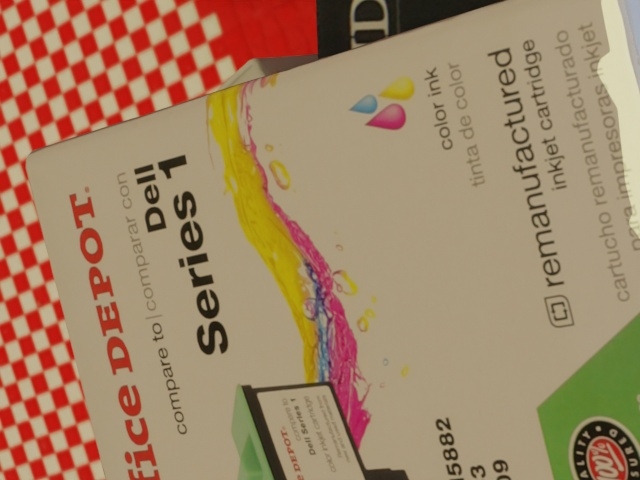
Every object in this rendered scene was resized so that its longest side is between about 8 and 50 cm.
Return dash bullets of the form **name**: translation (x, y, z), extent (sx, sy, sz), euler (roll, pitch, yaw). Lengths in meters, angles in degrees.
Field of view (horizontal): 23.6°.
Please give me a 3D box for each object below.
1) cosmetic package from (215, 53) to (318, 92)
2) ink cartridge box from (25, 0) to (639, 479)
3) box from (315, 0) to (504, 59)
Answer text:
- **cosmetic package**: translation (0.000, 0.000, 0.939), extent (0.151, 0.151, 0.183), euler (-40, 77, 31)
- **ink cartridge box**: translation (0.037, 0.027, 0.596), extent (0.278, 0.117, 0.201), euler (-13, 92, 36)
- **box**: translation (0.264, -0.170, 0.659), extent (0.472, 0.297, 0.479), euler (3, 99, 35)
